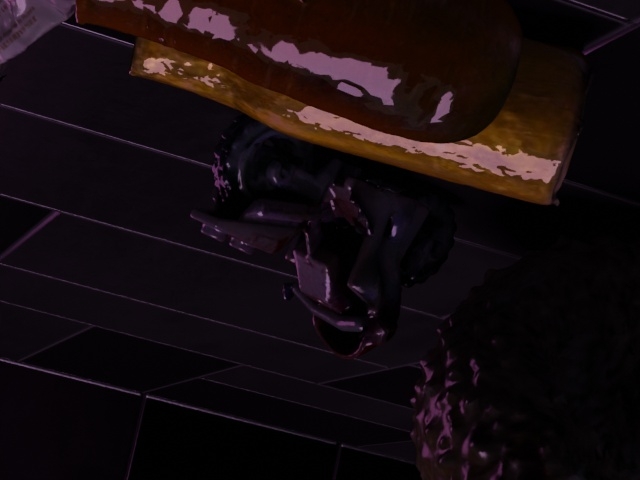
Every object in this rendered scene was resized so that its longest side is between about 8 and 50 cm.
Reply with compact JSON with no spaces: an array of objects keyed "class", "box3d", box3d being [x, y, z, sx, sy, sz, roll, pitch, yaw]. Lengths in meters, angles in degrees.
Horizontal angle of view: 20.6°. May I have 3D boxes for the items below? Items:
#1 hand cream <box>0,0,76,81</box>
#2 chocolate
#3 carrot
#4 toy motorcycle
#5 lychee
[{"class":"hand cream","box3d":[-0.176,-0.117,0.889,0.084,0.050,0.257,49,159,-11]},{"class":"chocolate","box3d":[0.016,-0.075,0.843,0.219,0.086,0.085,11,167,3]},{"class":"carrot","box3d":[-0.010,-0.101,0.755,0.193,0.087,0.087,18,166,-10]},{"class":"toy motorcycle","box3d":[-0.001,0.000,1.090,0.082,0.122,0.213,18,174,45]},{"class":"lychee","box3d":[0.182,0.122,1.139,0.255,0.255,0.274,14,159,-9]}]
